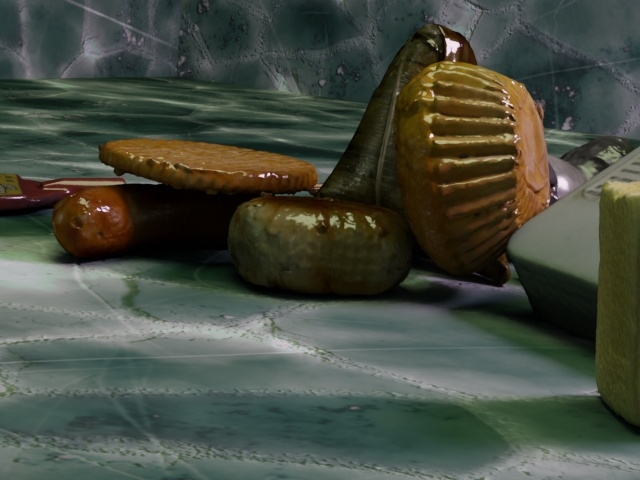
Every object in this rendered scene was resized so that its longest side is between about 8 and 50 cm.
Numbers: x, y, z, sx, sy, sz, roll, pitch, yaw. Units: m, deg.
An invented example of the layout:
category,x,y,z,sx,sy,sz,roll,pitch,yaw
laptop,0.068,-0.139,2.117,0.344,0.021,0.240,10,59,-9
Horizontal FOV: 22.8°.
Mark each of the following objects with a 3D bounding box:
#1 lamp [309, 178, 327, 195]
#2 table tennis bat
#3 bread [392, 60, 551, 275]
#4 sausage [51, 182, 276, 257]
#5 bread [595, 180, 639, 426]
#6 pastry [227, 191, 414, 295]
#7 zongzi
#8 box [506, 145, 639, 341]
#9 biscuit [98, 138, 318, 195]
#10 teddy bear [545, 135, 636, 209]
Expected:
category,x,y,z,sx,sy,sz,roll,pitch,yaw
lamp,0.028,-0.065,2.263,0.083,0.031,0.063,14,15,29
table tennis bat,-0.401,-0.059,1.999,0.310,0.038,0.200,-1,12,-15
bread,0.155,-0.077,1.657,0.139,0.240,0.240,-5,6,17
sausage,-0.177,-0.026,1.777,0.302,0.076,0.103,-4,9,-41
bread,0.262,0.049,1.247,0.068,0.188,0.125,-1,9,-5
pastry,0.000,0.000,1.672,0.192,0.093,0.182,2,9,-20
zongzi,0.159,-0.098,1.853,0.288,0.286,0.134,21,-5,44
box,0.427,-0.024,1.507,0.396,0.111,0.396,-33,25,-17
biscuit,-0.127,-0.083,1.809,0.254,0.035,0.254,7,9,-1
teddy bear,0.288,-0.037,1.962,0.251,0.144,0.171,-13,-12,-32
